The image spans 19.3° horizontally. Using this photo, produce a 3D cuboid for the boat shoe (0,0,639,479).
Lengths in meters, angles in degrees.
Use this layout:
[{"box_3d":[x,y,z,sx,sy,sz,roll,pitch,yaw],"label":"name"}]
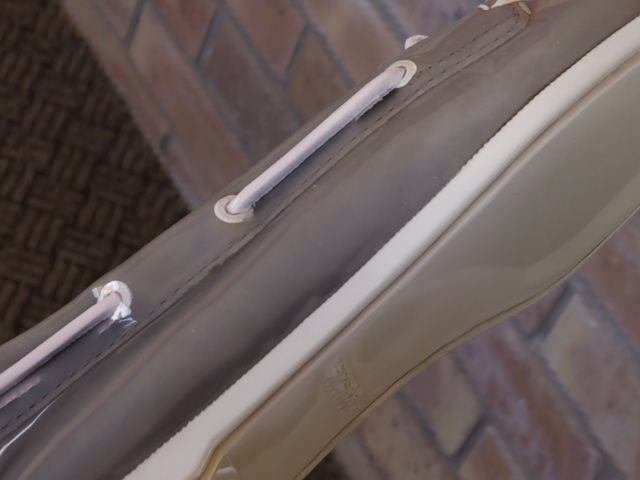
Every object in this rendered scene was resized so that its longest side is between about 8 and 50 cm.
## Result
[{"box_3d":[0.000,0.000,0.569,0.335,0.112,0.095,-41,63,-17],"label":"boat shoe"}]
